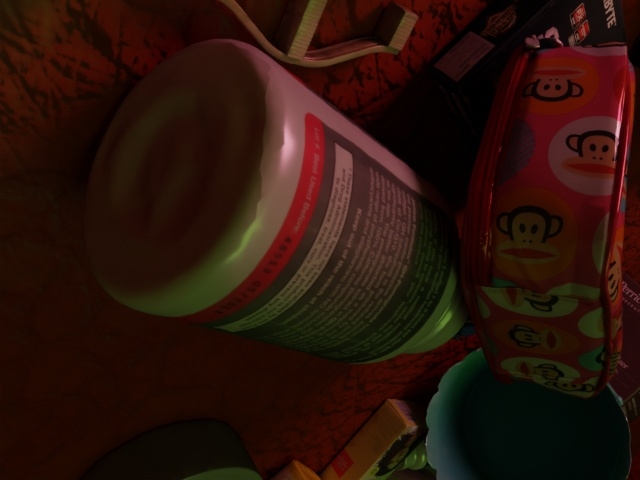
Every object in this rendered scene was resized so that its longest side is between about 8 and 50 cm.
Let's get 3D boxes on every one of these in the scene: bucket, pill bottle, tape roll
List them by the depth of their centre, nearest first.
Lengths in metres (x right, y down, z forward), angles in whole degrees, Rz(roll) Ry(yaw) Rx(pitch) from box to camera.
[{"bbox_3d":[0.000,0.000,0.490,0.176,0.176,0.318,-50,140,12],"label":"pill bottle"},{"bbox_3d":[-0.177,0.308,0.727,0.219,0.072,0.219,-22,137,-22],"label":"tape roll"},{"bbox_3d":[0.309,0.285,0.935,0.281,0.281,0.183,-47,155,9],"label":"bucket"},{"bbox_3d":[0.168,0.341,1.044,0.120,0.067,0.067,-5,130,-36],"label":"pill bottle"}]

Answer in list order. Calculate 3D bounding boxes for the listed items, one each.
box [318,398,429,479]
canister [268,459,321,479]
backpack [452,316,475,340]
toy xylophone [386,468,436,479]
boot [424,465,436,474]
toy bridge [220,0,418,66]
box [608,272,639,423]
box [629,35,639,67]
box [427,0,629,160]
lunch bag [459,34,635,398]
[{"bbox_3d":[0.068,0.349,0.978,0.087,0.058,0.232,20,113,-48],"label":"box"},{"bbox_3d":[-0.072,0.403,0.904,0.170,0.073,0.126,-39,142,-4],"label":"canister"},{"bbox_3d":[0.133,0.065,0.710,0.120,0.098,0.101,-1,132,-6],"label":"backpack"},{"bbox_3d":[0.201,0.519,1.113,0.081,0.236,0.322,-51,148,-32],"label":"toy xylophone"},{"bbox_3d":[0.250,0.465,1.154,0.083,0.161,0.246,-34,141,-9],"label":"boot"},{"bbox_3d":[-0.014,-0.159,0.446,0.188,0.026,0.063,1,127,-40],"label":"toy bridge"},{"bbox_3d":[0.543,0.205,1.138,0.203,0.168,0.167,-43,141,3],"label":"box"},{"bbox_3d":[0.457,-0.251,0.700,0.180,0.077,0.147,-9,133,-33],"label":"box"},{"bbox_3d":[0.217,-0.154,0.618,0.175,0.051,0.220,-43,141,4],"label":"box"},{"bbox_3d":[0.213,-0.023,0.553,0.258,0.120,0.293,-68,151,-27],"label":"lunch bag"}]
